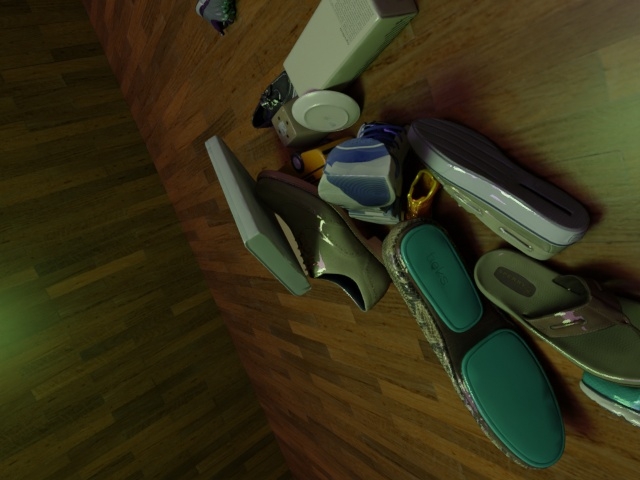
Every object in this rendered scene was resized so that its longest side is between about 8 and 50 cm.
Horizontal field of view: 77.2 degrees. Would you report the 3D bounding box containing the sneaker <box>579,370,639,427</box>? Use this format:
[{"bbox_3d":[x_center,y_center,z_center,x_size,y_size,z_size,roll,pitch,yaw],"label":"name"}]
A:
[{"bbox_3d":[0.484,0.190,0.505,0.275,0.107,0.110,-9,86,54],"label":"sneaker"}]

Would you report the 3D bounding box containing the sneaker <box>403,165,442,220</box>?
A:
[{"bbox_3d":[0.185,-0.077,0.762,0.064,0.067,0.175,42,146,29],"label":"sneaker"}]

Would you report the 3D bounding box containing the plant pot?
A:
[{"bbox_3d":[-0.048,-0.276,0.937,0.109,0.096,0.109,-23,94,59],"label":"plant pot"}]

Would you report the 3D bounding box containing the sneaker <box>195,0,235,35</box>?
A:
[{"bbox_3d":[-0.238,-0.614,1.011,0.098,0.083,0.224,47,157,-18],"label":"sneaker"}]

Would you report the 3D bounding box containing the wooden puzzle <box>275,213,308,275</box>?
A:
[{"bbox_3d":[-0.087,0.009,1.284,0.221,0.044,0.239,59,145,7],"label":"wooden puzzle"}]

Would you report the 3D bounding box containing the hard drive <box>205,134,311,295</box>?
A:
[{"bbox_3d":[-0.145,-0.061,0.907,0.353,0.047,0.233,59,-177,40],"label":"hard drive"}]

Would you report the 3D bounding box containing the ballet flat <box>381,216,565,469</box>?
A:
[{"bbox_3d":[0.270,0.175,0.762,0.483,0.164,0.182,58,170,5],"label":"ballet flat"}]

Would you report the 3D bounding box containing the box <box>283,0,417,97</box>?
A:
[{"bbox_3d":[0.039,-0.364,0.734,0.275,0.094,0.113,-23,93,60],"label":"box"}]

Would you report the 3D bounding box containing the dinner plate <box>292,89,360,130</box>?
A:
[{"bbox_3d":[0.011,-0.259,0.828,0.141,0.141,0.017,-27,57,60],"label":"dinner plate"}]

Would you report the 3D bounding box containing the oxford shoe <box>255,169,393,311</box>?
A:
[{"bbox_3d":[0.000,0.000,0.890,0.397,0.146,0.140,38,159,-4],"label":"oxford shoe"}]

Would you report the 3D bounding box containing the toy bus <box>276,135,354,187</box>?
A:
[{"bbox_3d":[-0.028,-0.153,0.992,0.333,0.108,0.130,-17,101,60],"label":"toy bus"}]

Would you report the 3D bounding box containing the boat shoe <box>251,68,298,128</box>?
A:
[{"bbox_3d":[-0.121,-0.350,1.010,0.228,0.076,0.080,-24,93,60],"label":"boat shoe"}]

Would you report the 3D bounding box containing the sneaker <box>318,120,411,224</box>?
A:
[{"bbox_3d":[0.088,-0.142,0.705,0.127,0.315,0.182,6,84,16],"label":"sneaker"}]

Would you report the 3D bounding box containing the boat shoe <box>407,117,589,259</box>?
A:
[{"bbox_3d":[0.249,-0.081,0.622,0.302,0.109,0.094,45,147,24],"label":"boat shoe"}]

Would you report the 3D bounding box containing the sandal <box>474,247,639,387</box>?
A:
[{"bbox_3d":[0.349,0.097,0.573,0.303,0.120,0.086,32,174,44],"label":"sandal"}]
